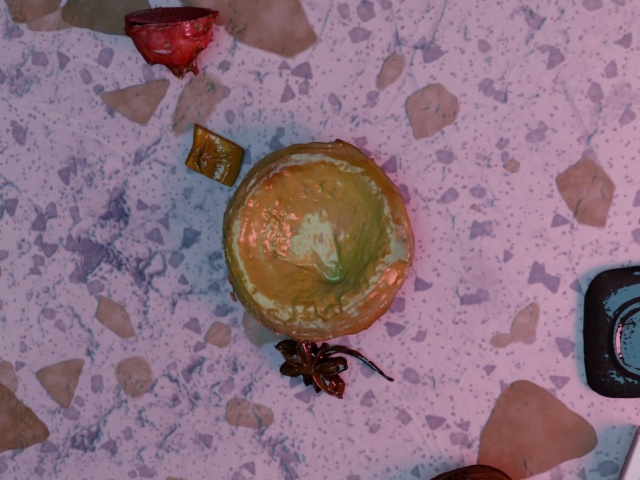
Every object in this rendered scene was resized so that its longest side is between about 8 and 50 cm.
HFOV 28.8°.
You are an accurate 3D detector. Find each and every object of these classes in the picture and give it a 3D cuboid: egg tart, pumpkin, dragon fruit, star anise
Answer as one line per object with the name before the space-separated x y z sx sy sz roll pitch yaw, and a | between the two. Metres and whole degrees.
egg tart | 0.000 0.000 1.916 0.314 0.120 0.315 0 90 12
pumpkin | -0.174 -0.137 1.998 0.101 0.035 0.073 24 94 14
dragon fruit | -0.236 -0.305 1.965 0.153 0.153 0.111 0 109 14
star anise | 0.020 0.196 1.945 0.190 0.070 0.097 22 124 11

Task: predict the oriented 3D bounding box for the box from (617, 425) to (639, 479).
box | 0.581 0.426 1.796 0.330 0.095 0.210 20 96 11

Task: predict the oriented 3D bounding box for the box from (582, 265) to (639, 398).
box | 0.494 0.133 1.835 0.212 0.042 0.201 -3 93 15

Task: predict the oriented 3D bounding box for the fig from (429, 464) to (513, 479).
fig | 0.241 0.441 1.856 0.175 0.175 0.207 -29 99 13
